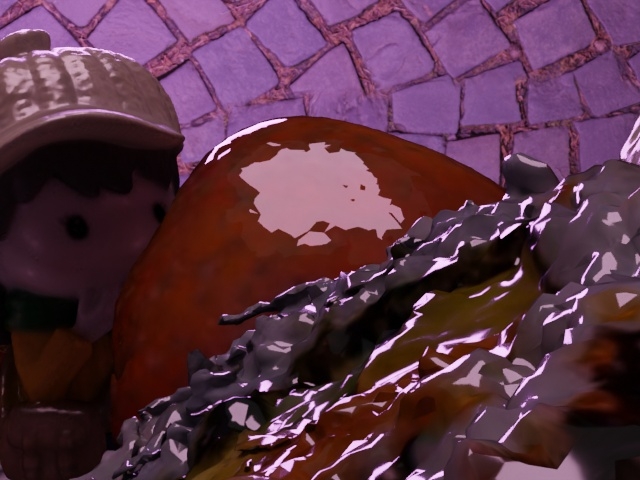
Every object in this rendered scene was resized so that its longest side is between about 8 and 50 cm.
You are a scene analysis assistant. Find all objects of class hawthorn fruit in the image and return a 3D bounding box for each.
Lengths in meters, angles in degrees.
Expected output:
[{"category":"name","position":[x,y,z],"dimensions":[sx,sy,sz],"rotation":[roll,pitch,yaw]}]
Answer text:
[{"category":"hawthorn fruit","position":[0.048,0.076,0.836],"dimensions":[0.307,0.276,0.276],"rotation":[12,13,23]}]

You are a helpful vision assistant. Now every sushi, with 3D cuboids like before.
[{"category":"sushi","position":[0.031,0.112,0.491],"dimensions":[0.417,0.176,0.417],"rotation":[-25,10,5]}]

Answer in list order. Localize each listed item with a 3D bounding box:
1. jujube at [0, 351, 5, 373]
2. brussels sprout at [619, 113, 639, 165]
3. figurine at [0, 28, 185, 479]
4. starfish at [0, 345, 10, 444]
[{"category":"jujube","position":[-0.192,0.076,1.387],"dimensions":[0.243,0.183,0.183],"rotation":[-11,7,-15]},{"category":"brussels sprout","position":[0.320,-0.014,0.927],"dimensions":[0.344,0.344,0.268],"rotation":[-12,31,-40]},{"category":"figurine","position":[-0.176,0.029,1.042],"dimensions":[0.185,0.332,0.204],"rotation":[-14,25,-40]},{"category":"starfish","position":[-0.205,0.097,1.265],"dimensions":[0.150,0.210,0.053],"rotation":[16,-26,-9]}]
